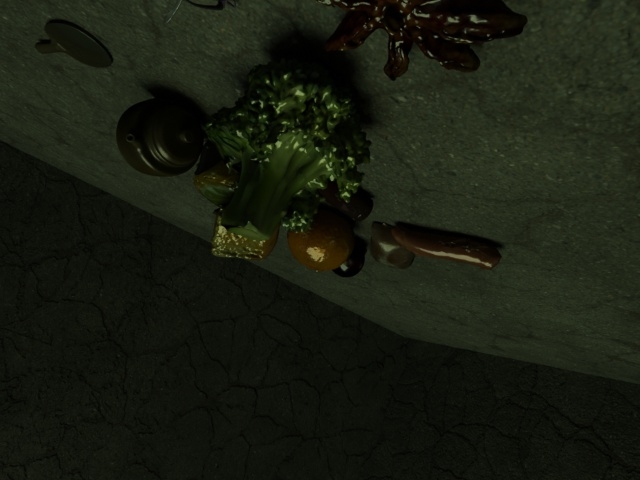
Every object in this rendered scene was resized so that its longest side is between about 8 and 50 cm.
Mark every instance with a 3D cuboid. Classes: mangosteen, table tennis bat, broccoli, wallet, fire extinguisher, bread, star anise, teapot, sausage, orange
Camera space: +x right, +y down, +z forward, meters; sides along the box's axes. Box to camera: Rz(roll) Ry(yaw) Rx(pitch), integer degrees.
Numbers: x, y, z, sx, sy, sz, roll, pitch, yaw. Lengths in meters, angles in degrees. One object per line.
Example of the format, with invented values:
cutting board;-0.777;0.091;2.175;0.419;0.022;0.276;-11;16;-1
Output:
mangosteen;0.097;0.054;1.529;0.152;0.153;0.152;21;165;6
table tennis bat;-0.573;-0.443;0.981;0.234;0.022;0.131;12;163;28
broccoli;-0.069;-0.153;0.802;0.277;0.318;0.338;26;-170;-29
wallet;-0.252;-0.225;1.078;0.025;0.124;0.244;54;158;-8
fire extinguisher;0.010;-0.139;1.086;0.267;0.072;0.089;31;159;-29
bread;-0.216;-0.025;1.270;0.204;0.163;0.262;6;179;-14
star anise;0.087;-0.277;0.488;0.288;0.088;0.288;22;163;7
teapot;-0.354;-0.248;1.043;0.175;0.186;0.267;9;-162;38
sausage;0.329;0.015;1.167;0.304;0.078;0.078;13;163;29
orange;0.000;-0.002;1.370;0.219;0.193;0.219;4;163;1

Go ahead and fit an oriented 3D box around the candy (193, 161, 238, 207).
candy;-0.254;-0.164;1.312;0.259;0.118;0.260;16;163;5

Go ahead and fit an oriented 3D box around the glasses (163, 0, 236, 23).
glasses;-0.169;-0.343;0.584;0.062;0.104;0.140;23;162;3

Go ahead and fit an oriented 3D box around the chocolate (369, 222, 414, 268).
chocolate;0.223;0.036;1.371;0.160;0.083;0.261;16;163;15

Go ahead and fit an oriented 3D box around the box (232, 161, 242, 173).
box;-0.133;-0.155;1.095;0.159;0.071;0.240;36;-179;-26
